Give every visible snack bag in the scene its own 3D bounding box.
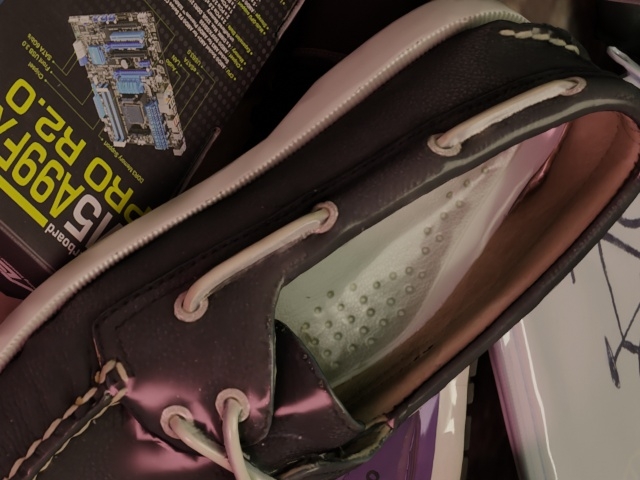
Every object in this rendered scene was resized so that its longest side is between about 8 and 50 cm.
[{"bbox_3d":[0.200,0.053,0.786,0.342,0.037,0.323,-26,108,-42],"label":"snack bag"}]

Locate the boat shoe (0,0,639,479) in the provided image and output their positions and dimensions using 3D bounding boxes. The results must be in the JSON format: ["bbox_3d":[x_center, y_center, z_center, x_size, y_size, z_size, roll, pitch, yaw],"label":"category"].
[{"bbox_3d":[-0.014,0.034,0.518,0.302,0.091,0.114,-46,133,-6],"label":"boat shoe"}]

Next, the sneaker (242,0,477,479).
[{"bbox_3d":[0.000,0.000,0.619,0.124,0.107,0.283,-4,100,-40],"label":"sneaker"}]

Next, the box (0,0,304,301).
[{"bbox_3d":[-0.113,-0.138,0.506,0.270,0.060,0.216,48,63,-39],"label":"box"}]

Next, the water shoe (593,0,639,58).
[{"bbox_3d":[0.209,-0.169,0.844,0.203,0.073,0.080,-33,142,-34],"label":"water shoe"}]

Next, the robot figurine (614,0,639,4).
[{"bbox_3d":[0.097,-0.262,0.569,0.200,0.300,0.353,8,66,-8],"label":"robot figurine"}]
